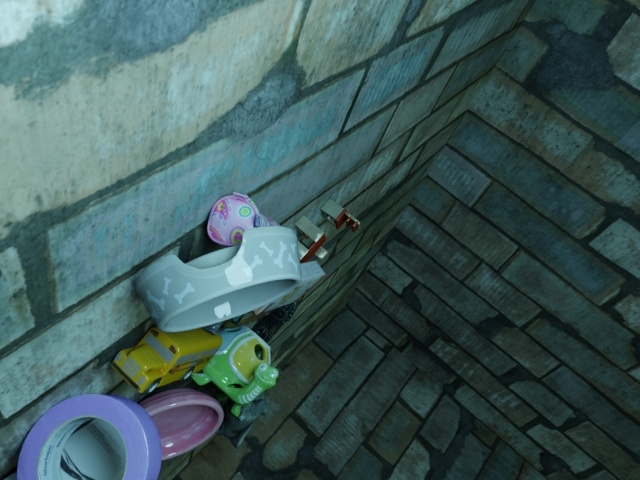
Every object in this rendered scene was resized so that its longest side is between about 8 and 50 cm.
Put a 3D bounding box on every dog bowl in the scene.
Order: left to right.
[{"bbox_3d":[-0.196,0.090,1.071,0.348,0.102,0.349,-20,167,-5],"label":"dog bowl"}]

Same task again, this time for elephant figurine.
[{"bbox_3d":[-0.295,0.627,1.784,0.186,0.169,0.240,19,110,-46],"label":"elephant figurine"}]

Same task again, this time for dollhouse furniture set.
[{"bbox_3d":[0.000,0.000,1.732,0.259,0.135,0.262,-48,167,-9],"label":"dollhouse furniture set"}]

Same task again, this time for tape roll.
[{"bbox_3d":[-0.487,0.471,1.103,0.275,0.274,0.090,-47,167,-12],"label":"tape roll"}]

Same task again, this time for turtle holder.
[{"bbox_3d":[-0.272,0.388,1.628,0.227,0.243,0.320,-48,-178,-18],"label":"turtle holder"}]

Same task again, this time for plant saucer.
[{"bbox_3d":[-0.471,0.567,1.610,0.331,0.084,0.332,-18,140,-16],"label":"plant saucer"}]

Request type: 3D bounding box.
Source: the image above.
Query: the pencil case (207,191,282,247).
[{"bbox_3d":[-0.159,-0.021,1.182,0.124,0.124,0.284,-49,166,-2],"label":"pencil case"}]

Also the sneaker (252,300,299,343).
[{"bbox_3d":[-0.173,0.297,2.105,0.286,0.109,0.130,-47,177,32],"label":"sneaker"}]

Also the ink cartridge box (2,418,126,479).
[{"bbox_3d":[-0.659,0.646,1.260,0.286,0.166,0.395,-57,166,30],"label":"ink cartridge box"}]

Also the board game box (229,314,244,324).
[{"bbox_3d":[-0.209,0.148,1.504,0.126,0.026,0.186,-54,-166,18],"label":"board game box"}]

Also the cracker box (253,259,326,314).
[{"bbox_3d":[-0.105,0.144,1.626,0.155,0.067,0.232,-44,162,27],"label":"cracker box"}]

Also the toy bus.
[{"bbox_3d":[-0.380,0.288,1.325,0.130,0.108,0.332,-51,167,3],"label":"toy bus"}]

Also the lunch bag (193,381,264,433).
[{"bbox_3d":[-0.355,0.585,1.997,0.305,0.212,0.256,-46,173,-13],"label":"lunch bag"}]

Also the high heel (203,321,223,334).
[{"bbox_3d":[-0.273,0.126,1.348,0.261,0.093,0.186,80,34,-64],"label":"high heel"}]

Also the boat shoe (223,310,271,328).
[{"bbox_3d":[-0.208,0.202,1.702,0.307,0.111,0.104,-13,147,-54],"label":"boat shoe"}]
